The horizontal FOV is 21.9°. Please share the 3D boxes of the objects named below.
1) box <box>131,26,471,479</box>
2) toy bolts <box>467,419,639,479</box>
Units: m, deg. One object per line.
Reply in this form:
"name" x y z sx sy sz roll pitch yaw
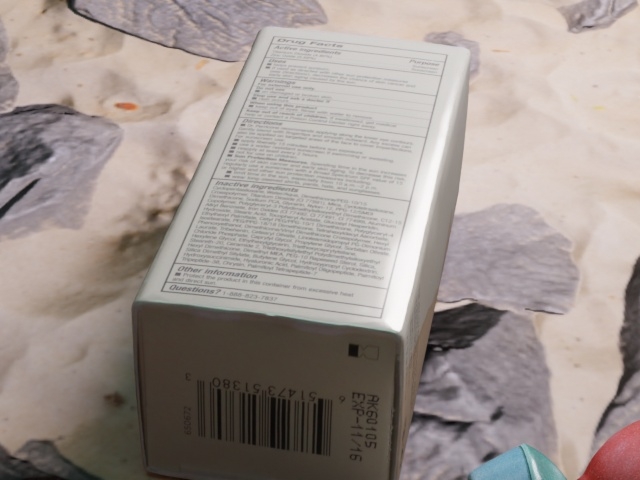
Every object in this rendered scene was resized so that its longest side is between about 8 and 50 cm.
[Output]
"box" 0.000 0.000 0.976 0.148 0.121 0.311 7 35 9
"toy bolts" 0.097 0.140 0.727 0.159 0.218 0.228 -7 16 0
